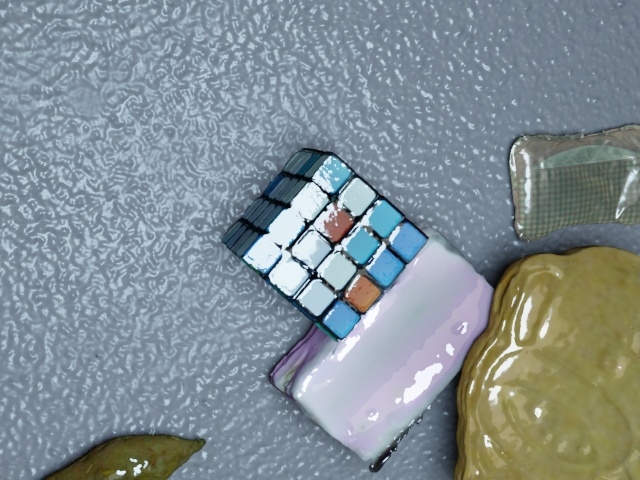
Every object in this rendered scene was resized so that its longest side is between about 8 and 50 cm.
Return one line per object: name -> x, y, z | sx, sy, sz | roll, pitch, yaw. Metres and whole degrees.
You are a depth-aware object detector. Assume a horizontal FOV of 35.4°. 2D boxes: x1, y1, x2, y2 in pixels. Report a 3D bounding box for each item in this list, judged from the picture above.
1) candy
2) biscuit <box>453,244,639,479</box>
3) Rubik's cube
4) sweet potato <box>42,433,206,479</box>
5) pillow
candy -> 0.082, 0.121, 1.192 | 0.155, 0.116, 0.265 | 42, 86, -16
biscuit -> 0.310, 0.184, 1.175 | 0.312, 0.057, 0.351 | 26, 90, -13
Rubik's cube -> 0.000, 0.000, 1.135 | 0.151, 0.155, 0.154 | 41, 85, -16
sweet potato -> -0.260, 0.276, 1.148 | 0.269, 0.075, 0.074 | -21, 102, -7
pillow -> 0.339, -0.077, 1.277 | 0.211, 0.034, 0.135 | -9, 98, -15
